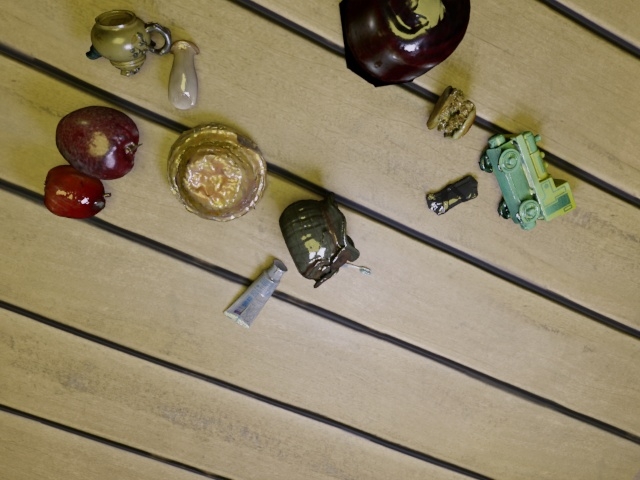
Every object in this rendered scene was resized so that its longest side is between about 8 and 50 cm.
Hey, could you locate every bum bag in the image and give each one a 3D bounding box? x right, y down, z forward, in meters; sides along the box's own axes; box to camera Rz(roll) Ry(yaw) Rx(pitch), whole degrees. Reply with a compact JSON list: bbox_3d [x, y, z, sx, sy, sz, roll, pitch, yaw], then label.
[{"bbox_3d":[0.479,-0.161,1.732,0.197,0.049,0.087,-27,82,5],"label":"bum bag"}]

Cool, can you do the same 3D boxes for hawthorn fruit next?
[{"bbox_3d":[-0.804,-0.159,1.590,0.202,0.185,0.185,5,106,-14],"label":"hawthorn fruit"}]

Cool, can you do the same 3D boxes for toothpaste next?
[{"bbox_3d":[-0.234,0.200,1.789,0.114,0.073,0.299,35,108,-13],"label":"toothpaste"}]

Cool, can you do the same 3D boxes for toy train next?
[{"bbox_3d":[0.720,-0.227,1.681,0.237,0.150,0.369,-29,106,-4],"label":"toy train"}]

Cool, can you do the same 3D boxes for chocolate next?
[{"bbox_3d":[0.256,-0.653,1.431,0.383,0.331,0.383,-1,109,-3],"label":"chocolate"}]

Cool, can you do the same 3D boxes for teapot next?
[{"bbox_3d":[-0.596,-0.603,1.490,0.269,0.173,0.182,-5,137,-6],"label":"teapot"}]

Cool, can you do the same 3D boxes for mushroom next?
[{"bbox_3d":[-0.443,-0.533,1.547,0.097,0.088,0.212,6,102,28],"label":"mushroom"}]

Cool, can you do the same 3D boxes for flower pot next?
[{"bbox_3d":[0.000,0.000,1.629,0.213,0.302,0.302,-22,106,2],"label":"flower pot"}]

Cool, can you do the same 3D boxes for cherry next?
[{"bbox_3d":[-0.715,-0.316,1.537,0.300,0.203,0.230,17,106,6],"label":"cherry"}]

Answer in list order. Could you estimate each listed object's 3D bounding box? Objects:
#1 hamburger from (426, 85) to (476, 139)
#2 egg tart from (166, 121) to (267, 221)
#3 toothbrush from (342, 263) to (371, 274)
[{"bbox_3d":[0.445,-0.427,1.603,0.131,0.159,0.185,24,77,-6],"label":"hamburger"},{"bbox_3d":[-0.353,-0.219,1.615,0.352,0.150,0.352,-1,110,-2],"label":"egg tart"},{"bbox_3d":[0.063,0.086,1.790,0.269,0.027,0.021,15,118,-6],"label":"toothbrush"}]
